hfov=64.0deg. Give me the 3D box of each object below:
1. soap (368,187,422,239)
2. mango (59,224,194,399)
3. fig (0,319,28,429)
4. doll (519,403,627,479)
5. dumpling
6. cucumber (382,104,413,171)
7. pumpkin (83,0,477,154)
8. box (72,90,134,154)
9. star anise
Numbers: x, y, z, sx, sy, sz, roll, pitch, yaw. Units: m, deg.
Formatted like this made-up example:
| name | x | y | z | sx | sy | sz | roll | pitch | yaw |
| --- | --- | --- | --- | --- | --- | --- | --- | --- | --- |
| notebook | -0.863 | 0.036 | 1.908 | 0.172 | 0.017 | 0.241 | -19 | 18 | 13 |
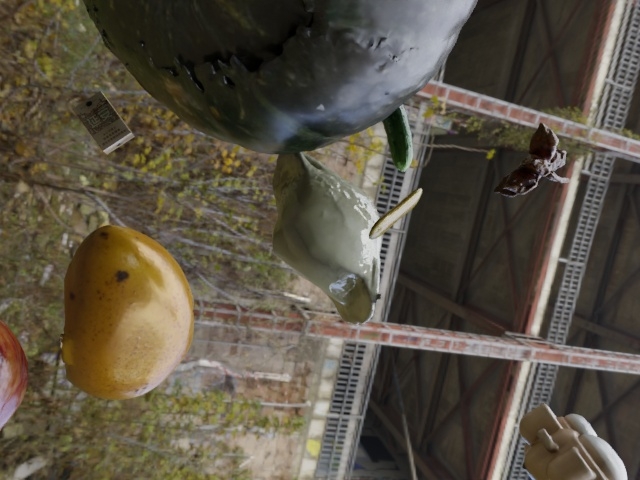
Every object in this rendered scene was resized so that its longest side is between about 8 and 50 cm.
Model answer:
| name | x | y | z | sx | sy | sz | roll | pitch | yaw |
| --- | --- | --- | --- | --- | --- | --- | --- | --- | --- |
| soap | 0.083 | -0.029 | 0.561 | 0.012 | 0.089 | 0.034 | 42 | -30 | 18 |
| mango | -0.289 | 0.110 | 0.778 | 0.160 | 0.191 | 0.290 | -130 | -140 | -54 |
| fig | -0.263 | 0.089 | 0.308 | 0.128 | 0.151 | 0.128 | -36 | -139 | 38 |
| doll | 0.393 | 0.358 | 0.761 | 0.119 | 0.278 | 0.154 | -37 | -147 | 11 |
| dumpling | -0.002 | -0.004 | 0.663 | 0.126 | 0.216 | 0.166 | -52 | -175 | -32 |
| cucumber | 0.101 | -0.170 | 0.699 | 0.037 | 0.037 | 0.154 | -177 | -112 | -72 |
| pumpkin | -0.057 | -0.313 | 0.536 | 0.344 | 0.455 | 0.454 | -37 | 150 | -58 |
| box | -0.336 | -0.183 | 0.797 | 0.053 | 0.083 | 0.024 | -37 | -179 | -8 |
| star anise | 0.507 | -0.175 | 1.207 | 0.111 | 0.213 | 0.196 | 54 | -3 | 33 |
